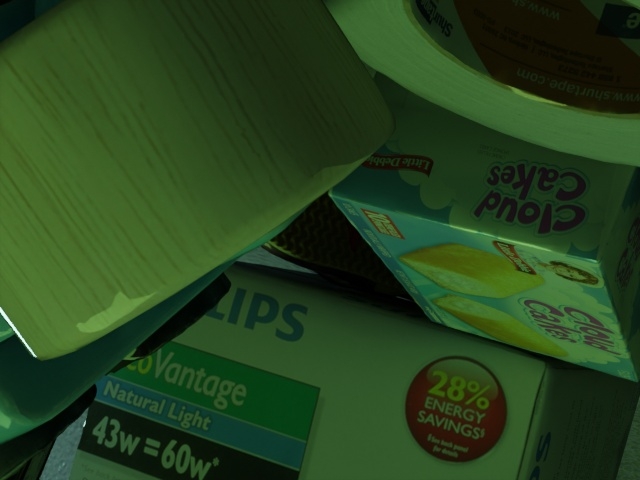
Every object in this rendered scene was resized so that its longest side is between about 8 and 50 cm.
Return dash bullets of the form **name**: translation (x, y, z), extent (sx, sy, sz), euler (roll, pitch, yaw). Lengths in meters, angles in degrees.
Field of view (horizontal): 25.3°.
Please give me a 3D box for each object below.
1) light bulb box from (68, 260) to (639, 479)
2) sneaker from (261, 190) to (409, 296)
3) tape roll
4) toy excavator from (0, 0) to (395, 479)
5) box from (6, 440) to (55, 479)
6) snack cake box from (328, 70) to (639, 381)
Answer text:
- **light bulb box**: translation (0.044, 0.160, 1.194), extent (0.358, 0.225, 0.361), euler (15, -179, 24)
- **sneaker**: translation (0.000, 0.000, 1.109), extent (0.185, 0.069, 0.084), euler (26, 161, -19)
- **tape roll**: translation (0.096, -0.101, 0.520), extent (0.219, 0.072, 0.219), euler (20, 167, 5)
- **toy excavator**: translation (-0.102, -0.042, 0.633), extent (0.445, 0.433, 0.222), euler (-30, 98, 35)
- **box**: translation (-0.267, 0.009, 1.026), extent (0.242, 0.307, 0.076), euler (20, 164, 3)
- **snack cake box**: translation (0.121, -0.004, 0.851), extent (0.152, 0.089, 0.264), euler (17, 167, 22)
